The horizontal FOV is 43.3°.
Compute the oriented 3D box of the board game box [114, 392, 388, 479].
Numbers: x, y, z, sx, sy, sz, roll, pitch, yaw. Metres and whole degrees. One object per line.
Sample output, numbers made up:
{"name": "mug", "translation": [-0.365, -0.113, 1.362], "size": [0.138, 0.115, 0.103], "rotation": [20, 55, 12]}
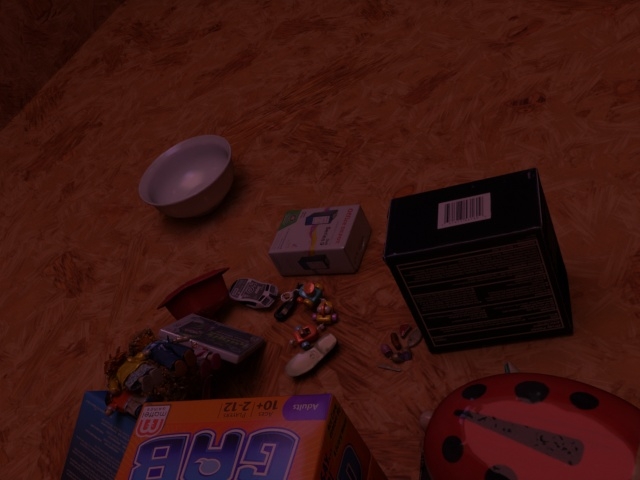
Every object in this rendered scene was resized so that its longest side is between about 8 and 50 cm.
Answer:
{"name": "board game box", "translation": [-0.109, 0.498, 1.291], "size": [0.356, 0.356, 0.357], "rotation": [-7, 44, 23]}

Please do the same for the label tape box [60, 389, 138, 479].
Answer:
{"name": "label tape box", "translation": [-0.412, 0.508, 1.629], "size": [0.249, 0.115, 0.348], "rotation": [16, 93, 41]}

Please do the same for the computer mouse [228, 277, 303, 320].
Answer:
{"name": "computer mouse", "translation": [-0.136, 0.135, 1.954], "size": [0.193, 0.042, 0.106], "rotation": [11, 58, 32]}

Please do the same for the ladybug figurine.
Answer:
{"name": "ladybug figurine", "translation": [0.359, 0.347, 1.278], "size": [0.449, 0.162, 0.305], "rotation": [10, 62, 27]}

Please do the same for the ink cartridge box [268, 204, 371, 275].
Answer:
{"name": "ink cartridge box", "translation": [0.000, 0.000, 1.975], "size": [0.212, 0.093, 0.154], "rotation": [-2, 46, 27]}

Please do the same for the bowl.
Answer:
{"name": "bowl", "translation": [-0.365, -0.161, 2.336], "size": [0.297, 0.134, 0.298], "rotation": [-16, 40, 14]}

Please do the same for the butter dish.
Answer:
{"name": "butter dish", "translation": [-0.291, 0.154, 1.966], "size": [0.160, 0.118, 0.160], "rotation": [-24, -6, -44]}

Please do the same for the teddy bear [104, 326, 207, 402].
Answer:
{"name": "teddy bear", "translation": [-0.371, 0.300, 1.882], "size": [0.338, 0.113, 0.245], "rotation": [-10, 34, 33]}

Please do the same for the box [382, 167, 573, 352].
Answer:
{"name": "box", "translation": [0.311, 0.047, 1.575], "size": [0.296, 0.294, 0.183], "rotation": [-11, 40, 21]}

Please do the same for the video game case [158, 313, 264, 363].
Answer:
{"name": "video game case", "translation": [-0.240, 0.216, 1.804], "size": [0.190, 0.022, 0.173], "rotation": [18, 11, 12]}

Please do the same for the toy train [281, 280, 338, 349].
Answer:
{"name": "toy train", "translation": [-0.032, 0.160, 1.835], "size": [0.125, 0.046, 0.166], "rotation": [-22, 52, -1]}

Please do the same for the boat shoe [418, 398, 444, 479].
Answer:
{"name": "boat shoe", "translation": [0.211, 0.382, 1.442], "size": [0.073, 0.073, 0.207], "rotation": [-19, 35, 42]}

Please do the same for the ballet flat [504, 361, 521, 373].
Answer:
{"name": "ballet flat", "translation": [0.373, 0.296, 1.467], "size": [0.052, 0.057, 0.168], "rotation": [-9, 52, 9]}

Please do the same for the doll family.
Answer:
{"name": "doll family", "translation": [-0.336, 0.243, 1.612], "size": [0.163, 0.118, 0.263], "rotation": [7, 30, 45]}

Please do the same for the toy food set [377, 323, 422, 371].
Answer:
{"name": "toy food set", "translation": [0.166, 0.217, 1.697], "size": [0.078, 0.019, 0.122], "rotation": [6, 51, 36]}

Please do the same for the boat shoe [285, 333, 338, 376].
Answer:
{"name": "boat shoe", "translation": [-0.017, 0.255, 1.752], "size": [0.133, 0.042, 0.049], "rotation": [-37, 65, -8]}

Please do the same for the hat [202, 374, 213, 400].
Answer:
{"name": "hat", "translation": [-0.272, 0.417, 1.613], "size": [0.173, 0.183, 0.208], "rotation": [-11, 42, 19]}
